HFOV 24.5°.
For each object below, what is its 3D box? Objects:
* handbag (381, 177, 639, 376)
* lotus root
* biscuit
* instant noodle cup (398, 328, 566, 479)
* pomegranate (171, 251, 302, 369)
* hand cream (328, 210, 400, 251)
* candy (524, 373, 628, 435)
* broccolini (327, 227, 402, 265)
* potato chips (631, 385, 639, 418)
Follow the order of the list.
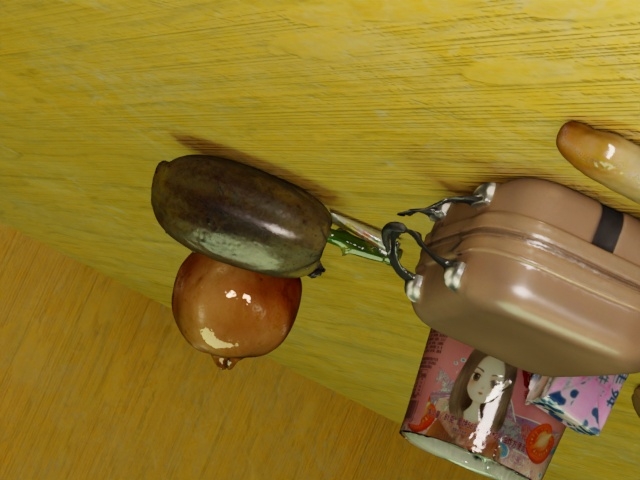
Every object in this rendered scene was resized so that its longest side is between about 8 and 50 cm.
[{"bbox_3d":[0.197,0.032,1.506,0.283,0.149,0.302,22,171,-10],"label":"handbag"},{"bbox_3d":[-0.098,-0.031,1.828,0.241,0.124,0.123,20,-176,3],"label":"lotus root"},{"bbox_3d":[0.309,-0.032,1.242,0.164,0.047,0.208,11,163,42],"label":"biscuit"},{"bbox_3d":[0.229,0.176,1.886,0.243,0.231,0.243,21,167,5],"label":"instant noodle cup"},{"bbox_3d":[-0.127,0.089,2.281,0.209,0.209,0.209,22,169,5],"label":"pomegranate"},{"bbox_3d":[0.054,-0.011,1.894,0.102,0.022,0.035,26,174,6],"label":"hand cream"},{"bbox_3d":[0.318,0.143,1.749,0.092,0.160,0.073,30,165,-4],"label":"candy"},{"bbox_3d":[0.000,0.001,1.957,0.216,0.058,0.067,22,166,2],"label":"broccolini"},{"bbox_3d":[0.551,0.281,2.180,0.208,0.062,0.195,27,170,-31],"label":"potato chips"}]
